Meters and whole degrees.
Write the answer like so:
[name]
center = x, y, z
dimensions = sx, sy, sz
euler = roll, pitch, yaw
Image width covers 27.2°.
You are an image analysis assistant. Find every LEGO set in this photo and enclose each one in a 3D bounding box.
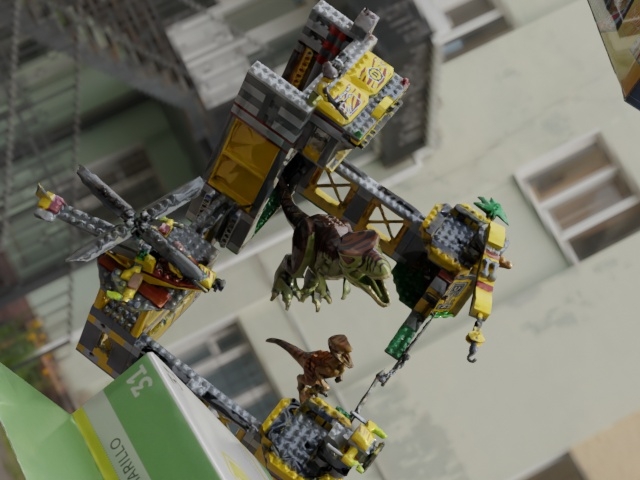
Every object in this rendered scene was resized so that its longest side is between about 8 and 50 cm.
[LEGO set]
center = 0.000, 0.000, 0.852
dimensions = 0.255, 0.331, 0.192
euler = 42, -40, 10

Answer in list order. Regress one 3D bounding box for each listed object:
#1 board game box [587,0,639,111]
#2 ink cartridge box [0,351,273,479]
[board game box]
center = 0.199, -0.159, 0.646
dimensions = 0.042, 0.165, 0.243
euler = 31, 24, -8
[ink cartridge box]
center = -0.060, 0.110, 0.535
dimensions = 0.171, 0.056, 0.235
euler = 50, -3, 46
